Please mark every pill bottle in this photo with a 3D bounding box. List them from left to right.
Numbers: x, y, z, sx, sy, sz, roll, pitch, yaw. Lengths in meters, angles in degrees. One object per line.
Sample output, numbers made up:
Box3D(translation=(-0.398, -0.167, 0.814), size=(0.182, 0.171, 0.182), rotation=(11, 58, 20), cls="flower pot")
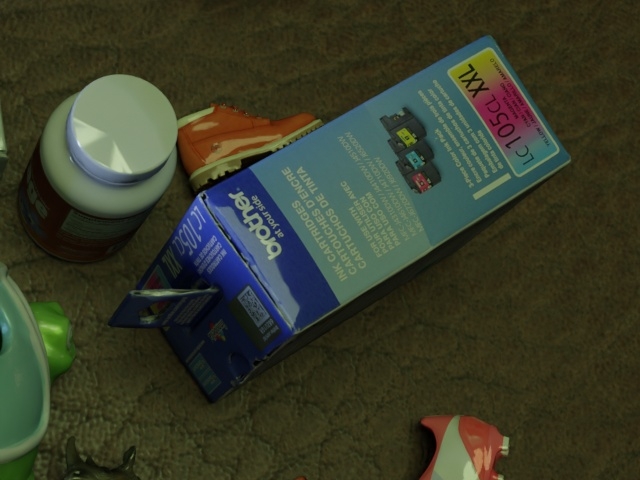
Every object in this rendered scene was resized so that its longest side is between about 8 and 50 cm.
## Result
Box3D(translation=(-0.199, -0.065, 1.240), size=(0.121, 0.216, 0.121), rotation=(7, 70, -19), cls="pill bottle")

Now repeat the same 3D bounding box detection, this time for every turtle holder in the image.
Box3D(translation=(-0.309, 0.120, 1.094), size=(0.320, 0.243, 0.227), rotation=(10, 95, -37), cls="turtle holder")

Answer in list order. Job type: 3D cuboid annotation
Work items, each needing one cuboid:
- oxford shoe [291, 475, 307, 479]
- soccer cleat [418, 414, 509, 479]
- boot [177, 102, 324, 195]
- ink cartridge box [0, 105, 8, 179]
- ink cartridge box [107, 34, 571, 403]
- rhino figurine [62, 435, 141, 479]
Box3D(translation=(0.000, 0.358, 1.258), size=(0.098, 0.097, 0.271), rotation=(-25, 81, -1), cls="oxford shoe")
Box3D(translation=(0.118, 0.289, 1.329), size=(0.095, 0.083, 0.248), rotation=(11, 71, 14), cls="soccer cleat")
Box3D(translation=(-0.074, -0.112, 1.395), size=(0.158, 0.059, 0.084), rotation=(-22, 76, -24), cls="boot")
Box3D(translation=(-0.340, -0.137, 1.260), size=(0.072, 0.127, 0.175), rotation=(-5, 74, -21), cls="ink cartridge box")
Box3D(translation=(0.000, 0.000, 1.263), size=(0.395, 0.270, 0.151), rotation=(-33, 84, -27), cls="ink cartridge box")
Box3D(translation=(-0.151, 0.273, 1.213), size=(0.243, 0.073, 0.106), rotation=(52, 31, 6), cls="rhino figurine")
